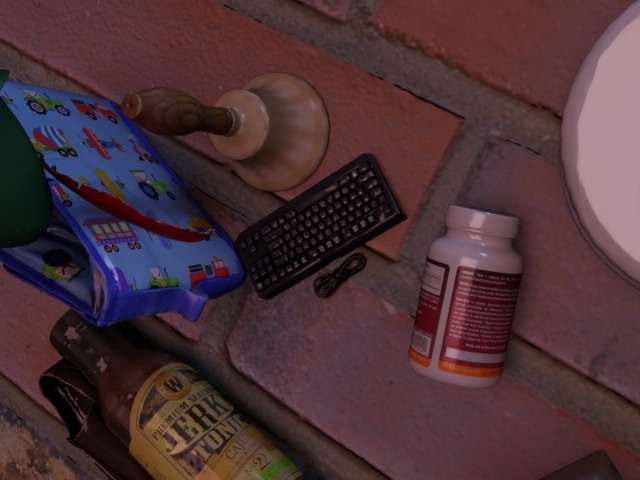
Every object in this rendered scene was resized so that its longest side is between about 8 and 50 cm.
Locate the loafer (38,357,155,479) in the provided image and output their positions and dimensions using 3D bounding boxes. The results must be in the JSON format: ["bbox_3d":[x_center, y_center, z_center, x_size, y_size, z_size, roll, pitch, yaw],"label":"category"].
[{"bbox_3d":[-0.249,0.224,0.864,0.220,0.078,0.080,42,108,17],"label":"loafer"}]

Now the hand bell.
[{"bbox_3d":[-0.098,-0.109,0.693,0.126,0.242,0.126,1,93,25],"label":"hand bell"}]

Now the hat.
[{"bbox_3d":[-0.235,-0.020,0.634,0.173,0.183,0.208,-53,29,2],"label":"hat"}]

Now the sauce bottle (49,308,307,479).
[{"bbox_3d":[-0.153,0.195,0.801,0.344,0.111,0.111,38,106,17],"label":"sauce bottle"}]

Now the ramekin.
[{"bbox_3d":[0.314,-0.073,0.566,0.277,0.135,0.277,1,92,24],"label":"ramekin"}]

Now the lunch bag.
[{"bbox_3d":[-0.214,-0.025,0.760,0.293,0.221,0.138,38,107,19],"label":"lunch bag"}]

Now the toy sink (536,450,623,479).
[{"bbox_3d":[0.180,0.283,0.587,0.153,0.234,0.131,-35,78,21],"label":"toy sink"}]

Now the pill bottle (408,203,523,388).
[{"bbox_3d":[0.132,0.047,0.680,0.086,0.086,0.152,13,98,23],"label":"pill bottle"}]

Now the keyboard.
[{"bbox_3d":[0.000,0.000,0.773,0.180,0.023,0.108,-31,80,23],"label":"keyboard"}]
